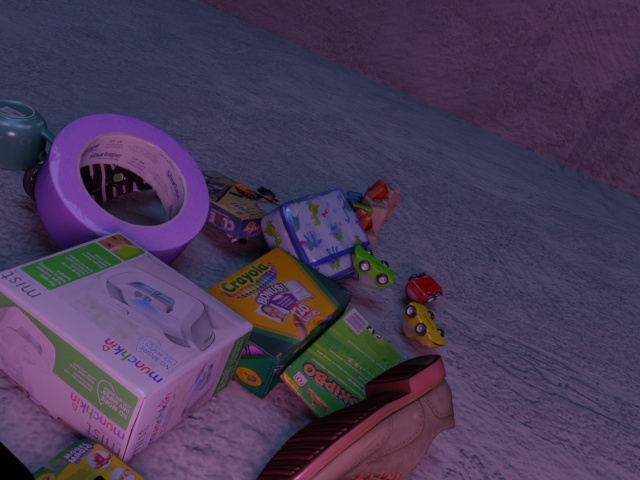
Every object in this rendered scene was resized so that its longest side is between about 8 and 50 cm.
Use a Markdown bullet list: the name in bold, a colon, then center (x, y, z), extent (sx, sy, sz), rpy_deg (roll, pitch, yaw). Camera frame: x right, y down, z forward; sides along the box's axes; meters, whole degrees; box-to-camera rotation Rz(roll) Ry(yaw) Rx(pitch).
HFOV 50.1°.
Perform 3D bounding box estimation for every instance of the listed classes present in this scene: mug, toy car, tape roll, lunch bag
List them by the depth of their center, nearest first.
- **tape roll**: center (-0.331, -0.080, 1.161), extent (0.275, 0.090, 0.274), rpy_deg (23, 46, -27)
- **mug**: center (-0.579, -0.207, 1.312), extent (0.158, 0.097, 0.129), rpy_deg (3, 33, -34)
- **toy car**: center (0.141, 0.094, 1.315), extent (0.225, 0.053, 0.239), rpy_deg (37, 24, -10)
- **lunch bag**: center (0.000, 0.000, 1.327), extent (0.219, 0.090, 0.176), rpy_deg (-17, 82, -52)

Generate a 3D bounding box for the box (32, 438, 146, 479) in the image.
- **box**: center (-0.227, 0.292, 0.726), extent (0.179, 0.043, 0.105), rpy_deg (33, 29, 15)

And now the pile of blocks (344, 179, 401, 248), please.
- **pile of blocks**: center (0.093, -0.083, 1.586), extent (0.149, 0.112, 0.362), rpy_deg (26, 26, 5)

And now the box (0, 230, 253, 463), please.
- **box**: center (-0.269, 0.129, 0.906), extent (0.262, 0.126, 0.231), rpy_deg (33, 26, 17)

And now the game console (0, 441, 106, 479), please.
- **game console**: center (-0.325, 0.270, 0.641), extent (0.361, 0.044, 0.213), rpy_deg (29, 43, 26)

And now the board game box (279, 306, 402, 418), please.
- **board game box**: center (0.035, 0.201, 1.070), extent (0.124, 0.039, 0.259), rpy_deg (46, 28, 6)

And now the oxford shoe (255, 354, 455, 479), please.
- **oxford shoe**: center (0.067, 0.276, 0.900), extent (0.348, 0.123, 0.130), rpy_deg (-25, 93, -35)

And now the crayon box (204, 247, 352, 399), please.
- **crayon box**: center (-0.081, 0.121, 1.109), extent (0.165, 0.081, 0.278), rpy_deg (30, 28, 14)

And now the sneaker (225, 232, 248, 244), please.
- **sneaker**: center (-0.152, -0.008, 1.359), extent (0.083, 0.032, 0.037), rpy_deg (-7, 61, -48)

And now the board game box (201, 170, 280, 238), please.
- **board game box**: center (-0.192, -0.077, 1.384), extent (0.243, 0.042, 0.165), rpy_deg (29, 22, 31)

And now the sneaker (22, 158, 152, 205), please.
- **sneaker**: center (-0.449, -0.131, 1.302), extent (0.162, 0.106, 0.281), rpy_deg (21, 23, 39)

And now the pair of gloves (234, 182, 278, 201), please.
- **pair of gloves**: center (-0.132, -0.101, 1.417), extent (0.083, 0.010, 0.074), rpy_deg (6, 21, -32)
